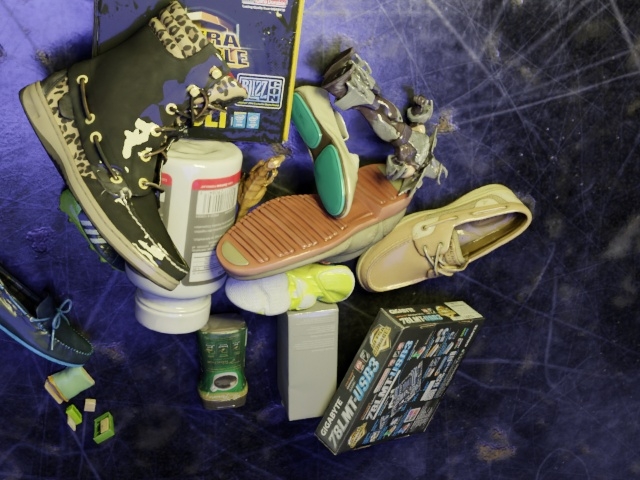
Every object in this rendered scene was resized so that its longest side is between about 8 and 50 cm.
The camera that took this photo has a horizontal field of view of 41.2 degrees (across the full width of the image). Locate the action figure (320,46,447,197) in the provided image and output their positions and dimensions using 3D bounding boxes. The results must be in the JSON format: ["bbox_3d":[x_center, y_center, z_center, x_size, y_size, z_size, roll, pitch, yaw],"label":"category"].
[{"bbox_3d":[0.122,-0.194,1.446,0.099,0.185,0.285,-31,118,36],"label":"action figure"}]

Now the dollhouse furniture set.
[{"bbox_3d":[-0.447,0.308,1.594,0.076,0.058,0.151,-29,118,0],"label":"dollhouse furniture set"}]

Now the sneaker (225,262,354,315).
[{"bbox_3d":[-0.066,0.072,1.532,0.240,0.126,0.091,1,107,-23],"label":"sneaker"}]

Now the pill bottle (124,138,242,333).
[{"bbox_3d":[-0.235,-0.011,1.431,0.176,0.176,0.318,3,113,-16],"label":"pill bottle"}]

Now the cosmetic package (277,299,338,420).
[{"bbox_3d":[-0.027,0.208,1.615,0.107,0.127,0.237,-7,118,-11],"label":"cosmetic package"}]

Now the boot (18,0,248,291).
[{"bbox_3d":[-0.230,-0.146,1.235,0.284,0.138,0.377,-36,74,-1],"label":"boot"}]

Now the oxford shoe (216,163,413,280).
[{"bbox_3d":[0.000,0.000,1.457,0.397,0.140,0.146,-21,141,-30],"label":"oxford shoe"}]

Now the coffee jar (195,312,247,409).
[{"bbox_3d":[-0.186,0.233,1.612,0.096,0.079,0.184,-4,115,-15],"label":"coffee jar"}]

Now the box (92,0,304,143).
[{"bbox_3d":[-0.201,-0.294,1.364,0.322,0.079,0.257,2,116,-15],"label":"box"}]

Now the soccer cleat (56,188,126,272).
[{"bbox_3d":[-0.373,-0.021,1.459,0.072,0.060,0.179,-34,115,2],"label":"soccer cleat"}]

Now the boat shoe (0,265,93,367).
[{"bbox_3d":[-0.495,0.129,1.473,0.258,0.109,0.089,38,98,-28],"label":"boat shoe"}]

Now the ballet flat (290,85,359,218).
[{"bbox_3d":[0.021,-0.152,1.422,0.086,0.248,0.086,-18,162,-6],"label":"ballet flat"}]

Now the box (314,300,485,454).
[{"bbox_3d":[0.158,0.259,1.640,0.293,0.073,0.295,2,119,-48],"label":"box"}]

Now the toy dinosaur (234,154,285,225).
[{"bbox_3d":[-0.126,-0.071,1.461,0.064,0.112,0.211,22,117,-8],"label":"toy dinosaur"}]

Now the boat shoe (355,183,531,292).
[{"bbox_3d":[0.226,0.005,1.590,0.341,0.110,0.121,-29,118,1],"label":"boat shoe"}]
